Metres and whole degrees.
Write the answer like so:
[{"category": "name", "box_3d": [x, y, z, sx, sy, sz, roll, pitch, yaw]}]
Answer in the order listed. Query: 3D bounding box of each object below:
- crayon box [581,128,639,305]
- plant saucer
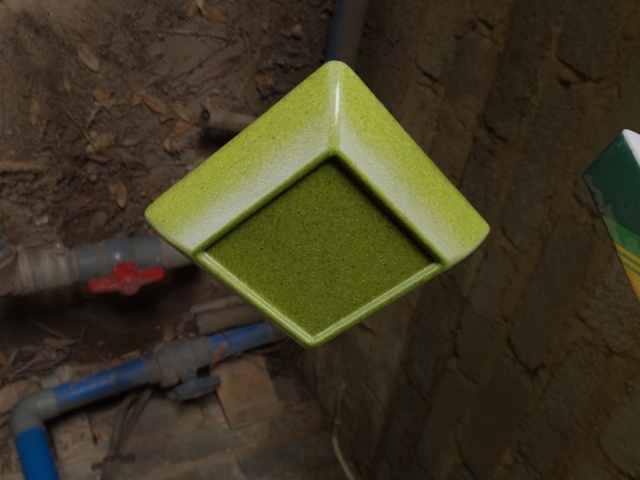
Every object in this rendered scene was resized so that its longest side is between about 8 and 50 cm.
[{"category": "crayon box", "box_3d": [0.436, 0.037, 0.746, 0.203, 0.322, 0.083, 13, 136, -21]}, {"category": "plant saucer", "box_3d": [0.000, 0.000, 0.489, 0.188, 0.045, 0.188, -34, 122, 23]}]
